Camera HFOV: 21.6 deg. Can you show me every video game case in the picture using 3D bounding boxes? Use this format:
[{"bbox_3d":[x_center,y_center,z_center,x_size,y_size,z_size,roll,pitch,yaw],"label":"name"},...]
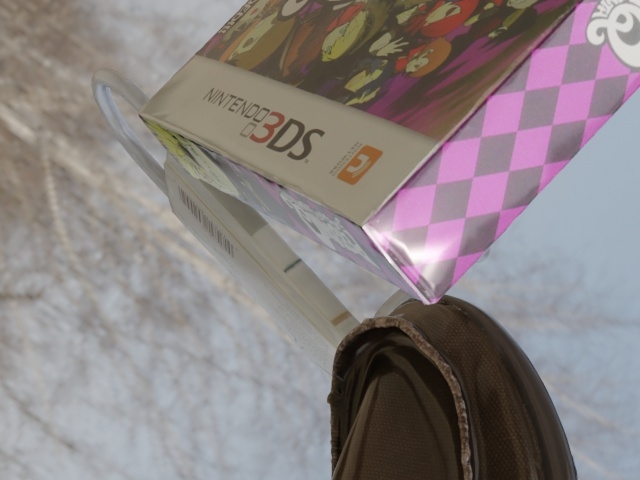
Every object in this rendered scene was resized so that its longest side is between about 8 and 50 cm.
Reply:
[{"bbox_3d":[0.058,-0.096,0.570,0.232,0.042,0.210,-46,-154,-7],"label":"video game case"}]

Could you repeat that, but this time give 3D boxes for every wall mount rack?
[{"bbox_3d":[0.000,0.000,1.159,0.130,0.350,0.304,-39,166,-14],"label":"wall mount rack"}]

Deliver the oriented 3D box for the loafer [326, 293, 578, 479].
[{"bbox_3d":[0.035,0.192,0.759,0.134,0.130,0.366,-35,-130,52],"label":"loafer"}]
